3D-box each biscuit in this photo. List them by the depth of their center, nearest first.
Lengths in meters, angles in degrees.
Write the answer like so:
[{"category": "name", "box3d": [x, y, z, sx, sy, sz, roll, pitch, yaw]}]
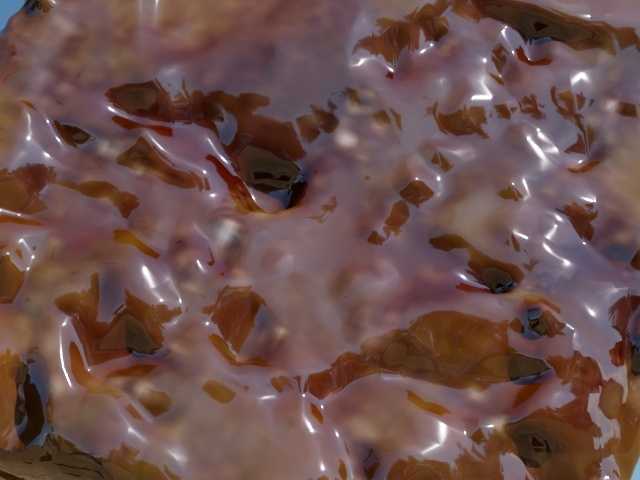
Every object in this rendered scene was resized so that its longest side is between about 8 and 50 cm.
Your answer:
[{"category": "biscuit", "box3d": [0.000, 0.000, 0.741, 0.342, 0.395, 0.166, 22, -36, 7]}]
